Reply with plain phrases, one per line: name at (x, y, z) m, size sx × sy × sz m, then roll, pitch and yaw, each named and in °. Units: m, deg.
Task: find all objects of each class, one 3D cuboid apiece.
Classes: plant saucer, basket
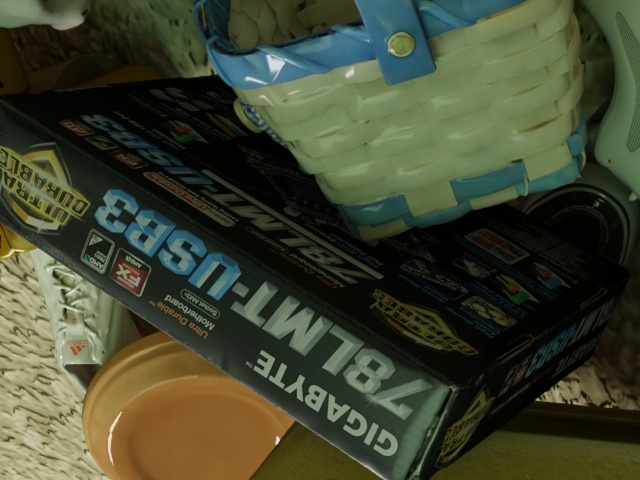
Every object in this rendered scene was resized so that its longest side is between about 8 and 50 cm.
plant saucer at (-0.088, 0.152, 1.203) m, size 0.199 × 0.037 × 0.200 m, roll -2°, pitch 129°, yaw -2°
plant saucer at (0.116, 0.143, 0.930) m, size 0.332 × 0.333 × 0.081 m, roll 6°, pitch 89°, yaw 3°
basket at (0.027, -0.162, 0.779) m, size 0.201 × 0.255 × 0.289 m, roll -14°, pitch 120°, yaw 8°

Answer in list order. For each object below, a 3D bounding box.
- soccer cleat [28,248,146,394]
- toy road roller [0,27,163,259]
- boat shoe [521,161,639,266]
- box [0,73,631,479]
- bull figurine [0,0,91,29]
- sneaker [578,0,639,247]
soccer cleat at (-0.186, 0.056, 1.200) m, size 0.068 × 0.076 × 0.196 m, roll -2°, pitch 125°, yaw 29°
toy road roller at (-0.267, -0.086, 0.982) m, size 0.202 × 0.329 × 0.241 m, roll -12°, pitch 102°, yaw 34°
boat shoe at (0.144, 0.041, 1.018) m, size 0.077 × 0.070 × 0.219 m, roll 28°, pitch 135°, yaw 4°
box at (0.000, 0.000, 0.872) m, size 0.295 × 0.293 × 0.073 m, roll 30°, pitch 112°, yaw 19°
bull figurine at (-0.240, -0.252, 0.892) m, size 0.310 × 0.188 × 0.101 m, roll 35°, pitch 135°, yaw -3°
sneaker at (0.235, -0.040, 0.888) m, size 0.146 × 0.122 × 0.331 m, roll 10°, pitch 132°, yaw 42°
